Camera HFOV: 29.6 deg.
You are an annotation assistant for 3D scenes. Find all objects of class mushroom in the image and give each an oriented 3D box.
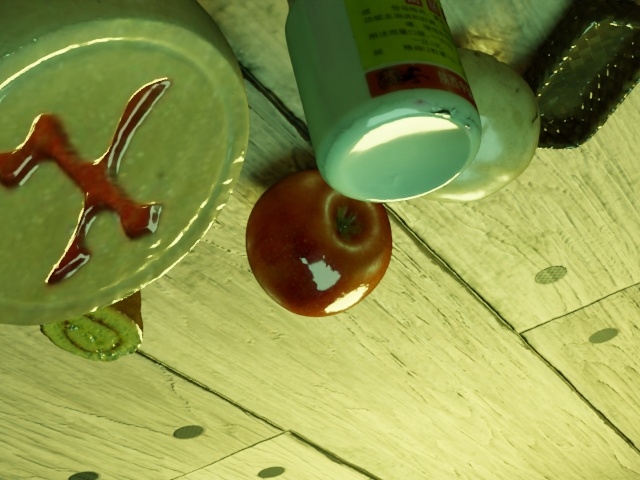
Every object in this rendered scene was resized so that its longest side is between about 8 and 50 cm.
[{"bbox_3d":[0.136,-0.118,1.222,0.166,0.127,0.166,-1,126,-2],"label":"mushroom"}]

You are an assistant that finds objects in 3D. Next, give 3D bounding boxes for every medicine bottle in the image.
[{"bbox_3d":[0.045,-0.155,1.030,0.139,0.225,0.139,-10,147,-6],"label":"medicine bottle"}]

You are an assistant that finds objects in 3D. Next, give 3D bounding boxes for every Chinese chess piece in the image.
[{"bbox_3d":[-0.225,-0.086,1.029,0.338,0.140,0.338,-26,142,-23],"label":"Chinese chess piece"}]

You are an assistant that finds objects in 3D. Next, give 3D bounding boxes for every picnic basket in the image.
[{"bbox_3d":[0.267,-0.173,1.246,0.110,0.054,0.193,4,144,-24],"label":"picnic basket"}]

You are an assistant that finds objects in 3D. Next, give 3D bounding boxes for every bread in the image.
[{"bbox_3d":[-0.243,0.026,1.253,0.103,0.172,0.132,-24,145,16],"label":"bread"}]

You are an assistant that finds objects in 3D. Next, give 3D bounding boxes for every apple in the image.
[{"bbox_3d":[0.000,0.000,1.320,0.163,0.163,0.139,9,149,-32],"label":"apple"}]
